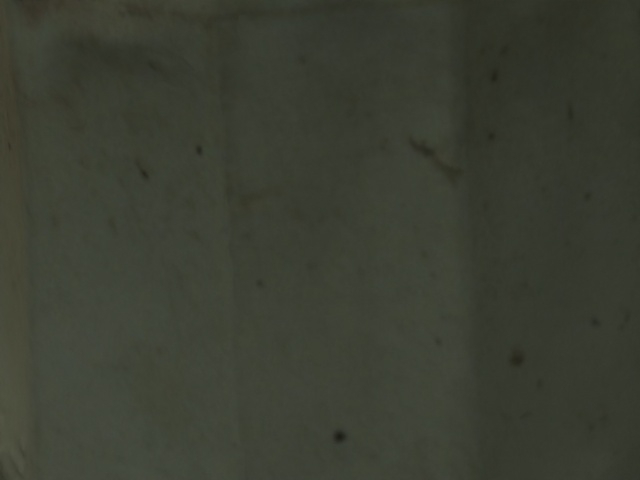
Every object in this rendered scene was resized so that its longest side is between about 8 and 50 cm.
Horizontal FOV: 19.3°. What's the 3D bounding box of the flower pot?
[{"bbox_3d":[0.000,0.000,0.510,0.290,0.259,0.290,-4,32,2],"label":"flower pot"}]
